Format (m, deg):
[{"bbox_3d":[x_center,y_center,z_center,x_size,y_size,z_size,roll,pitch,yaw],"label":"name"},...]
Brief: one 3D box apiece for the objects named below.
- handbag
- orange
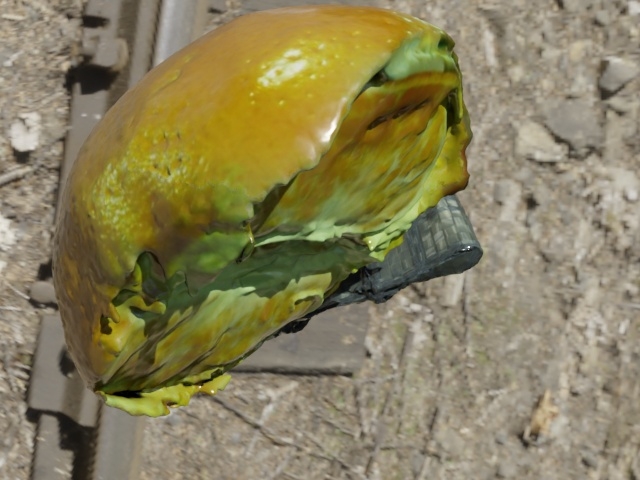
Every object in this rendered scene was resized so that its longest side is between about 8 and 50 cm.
[{"bbox_3d":[0.000,0.000,0.940,0.175,0.270,0.089,-95,159,-45],"label":"handbag"},{"bbox_3d":[-0.051,-0.031,0.727,0.196,0.334,0.262,49,40,1],"label":"orange"}]
